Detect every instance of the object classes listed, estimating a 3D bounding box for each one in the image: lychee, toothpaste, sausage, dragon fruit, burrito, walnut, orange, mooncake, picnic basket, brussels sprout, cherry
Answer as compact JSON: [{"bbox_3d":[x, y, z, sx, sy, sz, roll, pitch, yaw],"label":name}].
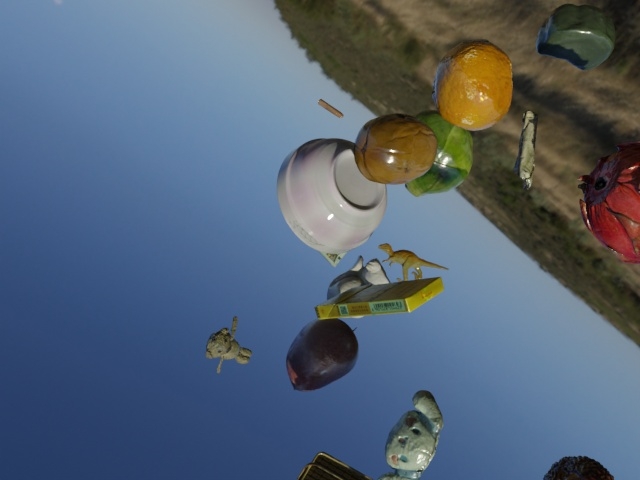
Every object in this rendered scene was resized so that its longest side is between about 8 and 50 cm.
[{"bbox_3d":[0.595,0.591,1.542,0.188,0.188,0.188,39,-166,-12],"label":"lychee"},{"bbox_3d":[0.000,0.000,2.022,0.037,0.067,0.255,31,172,43],"label":"toothpaste"},{"bbox_3d":[0.041,-0.515,2.681,0.116,0.026,0.026,36,-168,13],"label":"sausage"},{"bbox_3d":[0.606,-0.064,1.248,0.252,0.241,0.241,-1,-144,-28],"label":"dragon fruit"},{"bbox_3d":[0.437,-0.195,1.450,0.042,0.171,0.051,6,166,24],"label":"burrito"},{"bbox_3d":[0.171,-0.206,1.547,0.207,0.167,0.167,-10,-133,-37],"label":"walnut"},{"bbox_3d":[0.300,-0.304,1.342,0.155,0.177,0.177,-4,-160,0],"label":"orange"},{"bbox_3d":[0.600,-0.475,1.613,0.175,0.168,0.104,34,-127,-47],"label":"mooncake"},{"bbox_3d":[0.014,0.804,2.018,0.228,0.175,0.313,26,-142,17],"label":"picnic basket"},{"bbox_3d":[0.326,-0.240,1.979,0.220,0.271,0.210,14,-122,-2],"label":"brussels sprout"},{"bbox_3d":[0.004,0.391,2.361,0.221,0.307,0.261,46,162,5],"label":"cherry"}]

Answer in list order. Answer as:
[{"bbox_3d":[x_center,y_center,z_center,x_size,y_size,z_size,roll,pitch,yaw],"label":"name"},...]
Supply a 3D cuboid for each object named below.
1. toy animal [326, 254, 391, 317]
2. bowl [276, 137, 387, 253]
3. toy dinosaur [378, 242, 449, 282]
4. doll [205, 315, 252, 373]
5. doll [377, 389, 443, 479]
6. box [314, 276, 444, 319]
[{"bbox_3d":[0.147,0.197,2.706,0.206,0.265,0.271,58,-173,-46],"label":"toy animal"},{"bbox_3d":[0.051,-0.121,1.639,0.287,0.144,0.286,11,-110,-33],"label":"bowl"},{"bbox_3d":[0.247,0.047,1.841,0.039,0.162,0.126,-34,-76,-85],"label":"toy dinosaur"},{"bbox_3d":[-0.339,0.415,2.560,0.091,0.202,0.285,27,144,25],"label":"doll"},{"bbox_3d":[0.183,0.406,1.370,0.104,0.214,0.071,23,173,36],"label":"doll"},{"bbox_3d":[0.137,0.139,1.623,0.153,0.279,0.041,-24,-80,-46],"label":"box"}]
